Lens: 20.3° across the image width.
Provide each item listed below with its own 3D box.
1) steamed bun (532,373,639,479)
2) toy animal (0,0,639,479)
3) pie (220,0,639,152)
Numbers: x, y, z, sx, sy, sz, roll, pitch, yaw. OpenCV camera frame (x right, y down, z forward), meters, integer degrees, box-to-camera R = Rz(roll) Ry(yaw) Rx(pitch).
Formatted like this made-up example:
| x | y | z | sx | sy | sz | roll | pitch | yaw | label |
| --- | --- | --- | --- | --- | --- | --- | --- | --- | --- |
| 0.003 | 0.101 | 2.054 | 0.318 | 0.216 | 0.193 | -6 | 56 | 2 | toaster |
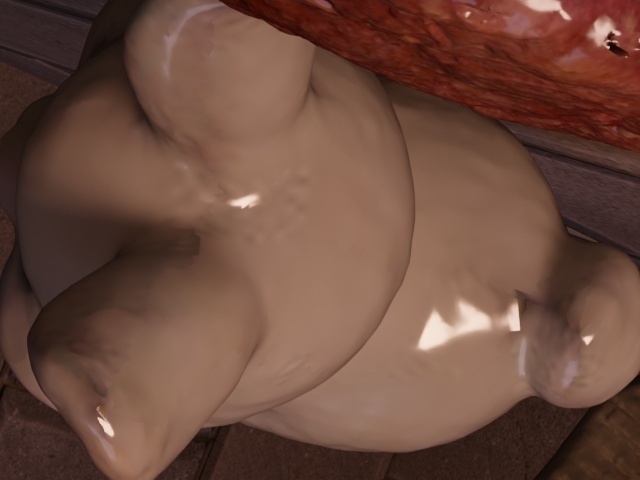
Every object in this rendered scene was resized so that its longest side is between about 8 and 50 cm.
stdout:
| x | y | z | sx | sy | sz | roll | pitch | yaw | label |
| --- | --- | --- | --- | --- | --- | --- | --- | --- | --- |
| 0.318 | 0.242 | 1.246 | 0.255 | 0.367 | 0.342 | 52 | 178 | -36 | steamed bun |
| -0.008 | -0.002 | 0.719 | 0.241 | 0.196 | 0.367 | 14 | 178 | 24 | toy animal |
| 0.027 | -0.064 | 0.446 | 0.182 | 0.049 | 0.182 | 21 | -179 | 0 | pie |
